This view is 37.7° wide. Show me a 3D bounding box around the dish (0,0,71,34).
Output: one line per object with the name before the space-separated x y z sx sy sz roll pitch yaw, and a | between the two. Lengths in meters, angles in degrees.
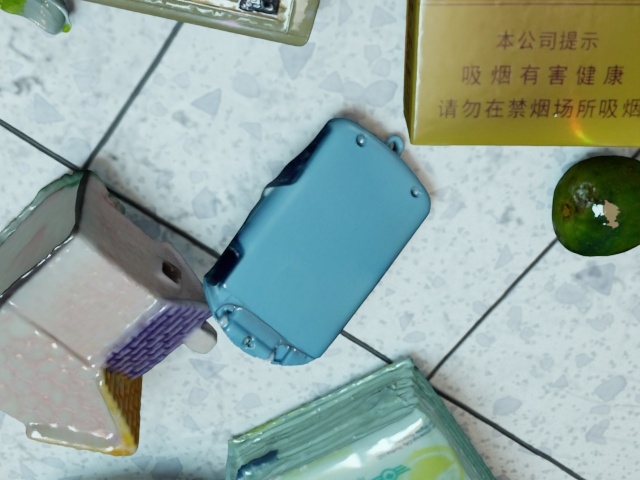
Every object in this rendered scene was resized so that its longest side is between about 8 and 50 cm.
dish | -0.303 -0.265 0.944 0.137 0.039 0.091 34 152 -15

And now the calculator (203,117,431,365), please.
calculator | 0.000 0.000 1.025 0.173 0.051 0.293 41 82 -24

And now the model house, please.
model house | -0.254 0.082 1.046 0.237 0.202 0.237 -42 116 11

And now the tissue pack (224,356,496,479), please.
tissue pack | 0.097 0.371 1.211 0.287 0.162 0.388 -28 114 16

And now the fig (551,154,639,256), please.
fig | 0.350 -0.039 1.046 0.177 0.117 0.117 -1 117 -12

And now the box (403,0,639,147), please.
box | 0.215 -0.301 0.899 0.264 0.116 0.415 1 117 0

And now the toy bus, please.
toy bus | -0.135 -0.277 0.881 0.289 0.157 0.139 12 116 -7
